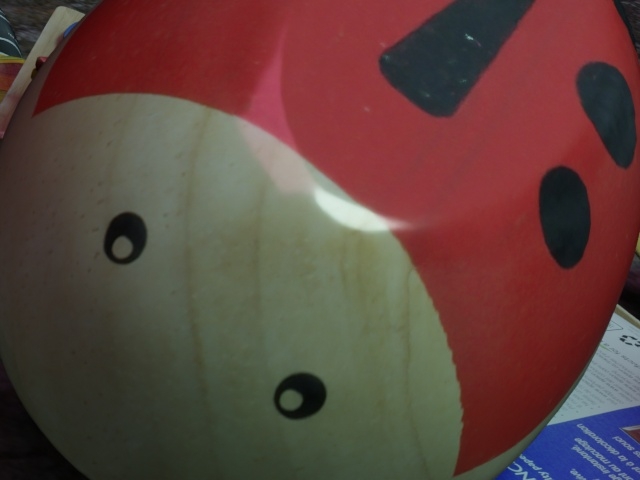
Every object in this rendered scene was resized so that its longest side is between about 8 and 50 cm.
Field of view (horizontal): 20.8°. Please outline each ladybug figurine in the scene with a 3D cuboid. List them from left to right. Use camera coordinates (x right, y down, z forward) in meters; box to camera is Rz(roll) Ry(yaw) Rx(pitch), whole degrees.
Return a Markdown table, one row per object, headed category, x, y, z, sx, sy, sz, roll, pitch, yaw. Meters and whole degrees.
| category | x | y | z | sx | sy | sz | roll | pitch | yaw |
| --- | --- | --- | --- | --- | --- | --- | --- | --- | --- |
| ladybug figurine | 0.028 | -0.048 | 0.846 | 0.305 | 0.162 | 0.449 | 38 | 43 | 0 |

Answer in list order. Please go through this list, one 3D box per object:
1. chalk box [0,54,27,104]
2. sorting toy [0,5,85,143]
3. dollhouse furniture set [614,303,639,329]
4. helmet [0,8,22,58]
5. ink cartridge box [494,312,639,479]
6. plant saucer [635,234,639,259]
| category | x | y | z | sx | sy | sz | roll | pitch | yaw |
| --- | --- | --- | --- | --- | --- | --- | --- | --- | --- |
| chalk box | -0.141 | -0.022 | 1.035 | 0.213 | 0.132 | 0.132 | 7 | 23 | -20 |
| sorting toy | -0.101 | -0.075 | 0.953 | 0.132 | 0.046 | 0.274 | 21 | 40 | -4 |
| dollhouse furniture set | 0.212 | 0.019 | 1.244 | 0.091 | 0.081 | 0.114 | 2 | 25 | -31 |
| helmet | -0.274 | -0.105 | 1.141 | 0.169 | 0.169 | 0.161 | 23 | 39 | 21 |
| ink cartridge box | 0.123 | 0.122 | 0.950 | 0.307 | 0.072 | 0.303 | -5 | 29 | -37 |
| plant saucer | 0.414 | 0.047 | 1.186 | 0.333 | 0.081 | 0.333 | -14 | 25 | -2 |
